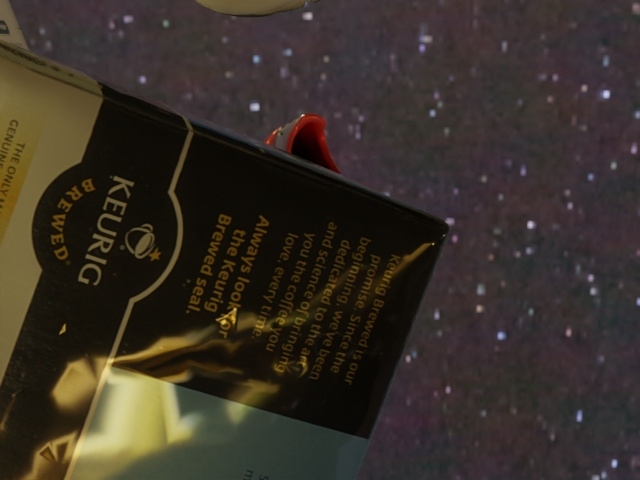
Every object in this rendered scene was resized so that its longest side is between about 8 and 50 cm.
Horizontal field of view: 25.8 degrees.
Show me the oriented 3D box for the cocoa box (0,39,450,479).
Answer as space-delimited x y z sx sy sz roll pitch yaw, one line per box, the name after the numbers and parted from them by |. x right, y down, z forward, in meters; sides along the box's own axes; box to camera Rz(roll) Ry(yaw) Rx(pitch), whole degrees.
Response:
-0.133 0.098 0.658 0.228 0.347 0.231 20 -177 -23 | cocoa box

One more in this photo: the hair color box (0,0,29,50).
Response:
-0.323 -0.147 1.224 0.105 0.347 0.174 -21 -175 7 | hair color box

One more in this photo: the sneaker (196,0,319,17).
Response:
0.015 -0.212 0.551 0.111 0.297 0.129 45 -149 14 | sneaker

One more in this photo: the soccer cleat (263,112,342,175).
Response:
0.000 0.000 1.310 0.083 0.095 0.248 -1 -117 -34 | soccer cleat
